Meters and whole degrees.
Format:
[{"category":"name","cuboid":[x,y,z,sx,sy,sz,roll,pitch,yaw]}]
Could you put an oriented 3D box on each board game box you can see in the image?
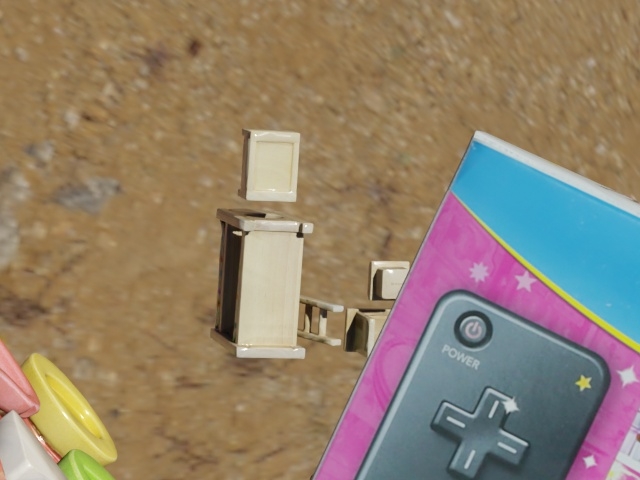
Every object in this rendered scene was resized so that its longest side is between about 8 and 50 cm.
[{"category":"board game box","cuboid":[0.083,0.152,0.548,0.224,0.097,0.303,26,94,14]}]

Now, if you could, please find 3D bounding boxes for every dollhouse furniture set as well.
[{"category":"dollhouse furniture set","cuboid":[0.000,0.000,1.575,0.161,0.101,0.182,2,97,-18]}]

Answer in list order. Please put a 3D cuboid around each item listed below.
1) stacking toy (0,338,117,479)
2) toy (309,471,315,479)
[{"category":"stacking toy","cuboid":[-0.271,0.185,1.569,0.130,0.309,0.279,-38,49,2]},{"category":"toy","cuboid":[0.026,0.163,1.133,0.237,0.137,0.056,-34,49,32]}]
